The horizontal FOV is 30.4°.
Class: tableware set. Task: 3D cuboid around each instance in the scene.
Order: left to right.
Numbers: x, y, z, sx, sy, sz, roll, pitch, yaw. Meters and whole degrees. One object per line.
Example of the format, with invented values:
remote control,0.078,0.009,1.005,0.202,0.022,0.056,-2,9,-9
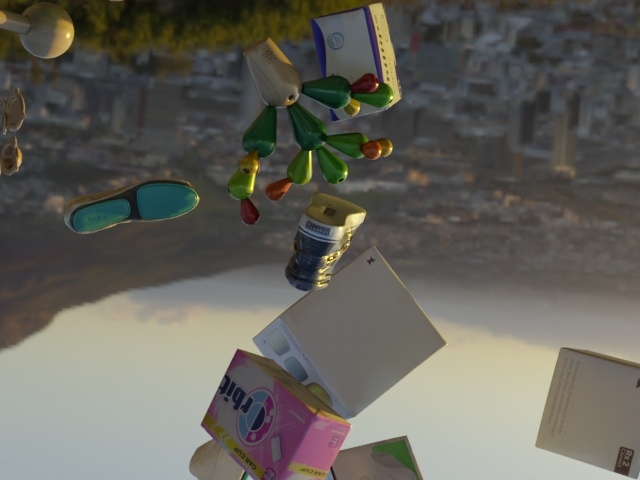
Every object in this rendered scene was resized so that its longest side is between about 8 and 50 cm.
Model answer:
tableware set,-0.513,-0.160,1.877,0.020,0.141,0.168,2,168,-42

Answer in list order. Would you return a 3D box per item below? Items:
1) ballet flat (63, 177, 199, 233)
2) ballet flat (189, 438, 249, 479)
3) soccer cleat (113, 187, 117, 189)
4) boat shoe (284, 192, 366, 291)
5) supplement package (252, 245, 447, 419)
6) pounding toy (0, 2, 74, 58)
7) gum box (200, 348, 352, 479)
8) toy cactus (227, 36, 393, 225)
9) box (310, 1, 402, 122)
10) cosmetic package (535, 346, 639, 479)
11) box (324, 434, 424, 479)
ballet flat,-0.234,-0.050,1.444,0.168,0.057,0.052,-11,-153,-22
ballet flat,-0.203,0.469,2.212,0.139,0.400,0.139,17,-157,-8
soccer cleat,-0.305,-0.066,1.935,0.083,0.036,0.029,10,148,-31
boat shoe,0.000,0.000,1.335,0.065,0.083,0.183,22,-166,8
supplement package,0.039,0.166,1.933,0.198,0.199,0.263,-36,177,-18
pounding toy,-0.213,-0.251,1.029,0.110,0.237,0.183,47,-162,23
gum box,-0.059,0.214,1.379,0.062,0.107,0.188,24,-174,-39
toy cactus,-0.026,-0.132,1.278,0.219,0.180,0.112,-32,-163,0
box,0.046,-0.219,1.430,0.072,0.126,0.137,-10,-169,15
cosmetic package,0.418,0.245,1.698,0.151,0.151,0.183,14,179,25
box,0.080,0.434,1.592,0.126,0.262,0.231,-10,150,-18
